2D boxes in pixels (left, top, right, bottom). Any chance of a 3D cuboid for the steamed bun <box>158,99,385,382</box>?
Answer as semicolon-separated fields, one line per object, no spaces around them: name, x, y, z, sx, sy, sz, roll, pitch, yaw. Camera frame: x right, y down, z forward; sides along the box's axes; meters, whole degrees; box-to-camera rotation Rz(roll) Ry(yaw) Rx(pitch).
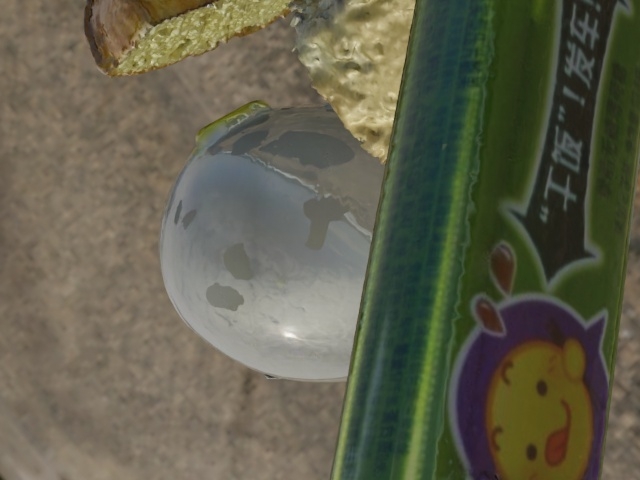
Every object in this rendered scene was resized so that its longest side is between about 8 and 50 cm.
steamed bun;0.002;0.002;1.666;0.334;0.374;0.334;-175;90;-75

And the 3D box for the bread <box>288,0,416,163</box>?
bread;0.102;-0.164;1.036;0.174;0.245;0.121;49;-157;-17

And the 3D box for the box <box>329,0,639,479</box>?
box;0.090;-0.015;0.715;0.134;0.345;0.097;24;157;-36

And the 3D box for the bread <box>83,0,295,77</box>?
bread;-0.182;-0.359;1.954;0.179;0.340;0.194;60;150;6
